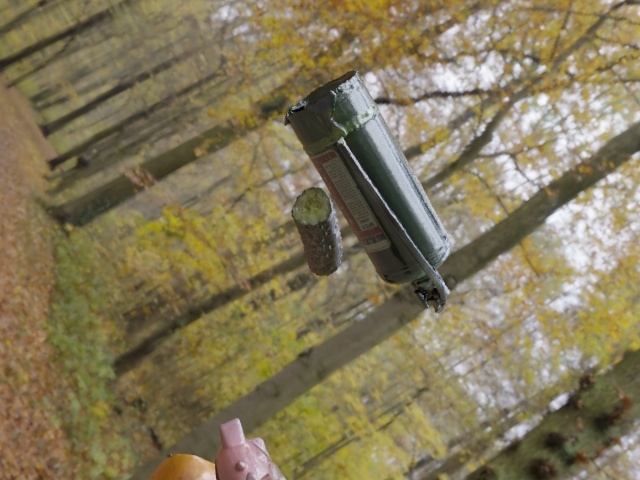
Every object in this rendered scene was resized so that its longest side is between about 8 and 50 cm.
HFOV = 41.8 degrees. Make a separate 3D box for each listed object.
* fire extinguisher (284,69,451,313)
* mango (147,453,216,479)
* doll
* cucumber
[{"bbox_3d":[0.071,-0.030,0.895,0.294,0.093,0.118,59,-8,-14],"label":"fire extinguisher"},{"bbox_3d":[-0.248,0.473,1.321,0.138,0.257,0.187,35,-43,-11],"label":"mango"},{"bbox_3d":[-0.093,0.355,1.189,0.211,0.093,0.262,61,-13,11],"label":"doll"},{"bbox_3d":[0.002,0.000,1.436,0.072,0.072,0.300,56,-7,21],"label":"cucumber"}]
